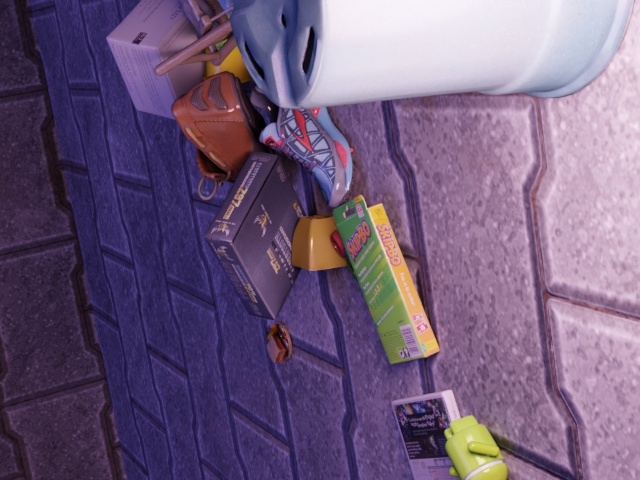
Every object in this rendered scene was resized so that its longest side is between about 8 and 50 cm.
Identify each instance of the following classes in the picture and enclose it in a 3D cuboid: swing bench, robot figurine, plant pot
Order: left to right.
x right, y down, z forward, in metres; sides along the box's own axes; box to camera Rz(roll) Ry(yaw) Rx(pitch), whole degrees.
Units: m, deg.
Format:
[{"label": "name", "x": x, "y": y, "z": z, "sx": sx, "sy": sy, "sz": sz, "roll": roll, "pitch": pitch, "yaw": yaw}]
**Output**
[{"label": "swing bench", "x": -0.199, "y": -0.445, "z": 1.870, "sx": 0.254, "sy": 0.165, "sz": 0.253, "roll": -29, "pitch": 85, "yaw": 41}, {"label": "plant pot", "x": 0.000, "y": 0.000, "z": 1.897, "sx": 0.081, "sy": 0.081, "sz": 0.083, "roll": -166, "pitch": 70, "yaw": -64}, {"label": "plant pot", "x": 0.093, "y": -0.289, "z": 1.199, "sx": 0.341, "sy": 0.334, "sz": 0.341, "roll": 43, "pitch": 140, "yaw": 50}, {"label": "robot figurine", "x": 0.217, "y": 0.303, "z": 1.587, "sx": 0.115, "sy": 0.067, "sz": 0.101, "roll": 63, "pitch": 152, "yaw": 27}]

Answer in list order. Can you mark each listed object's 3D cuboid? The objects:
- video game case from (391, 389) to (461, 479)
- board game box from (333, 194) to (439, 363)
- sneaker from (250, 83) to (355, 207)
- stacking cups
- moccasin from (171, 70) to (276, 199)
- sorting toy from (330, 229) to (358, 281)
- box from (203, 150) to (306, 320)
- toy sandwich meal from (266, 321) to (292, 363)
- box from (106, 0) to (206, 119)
[{"label": "video game case", "x": 0.178, "y": 0.321, "z": 1.745, "sx": 0.190, "sy": 0.022, "sz": 0.173, "roll": -31, "pitch": 75, "yaw": 67}, {"label": "board game box", "x": 0.096, "y": 0.059, "z": 1.738, "sx": 0.259, "sy": 0.039, "sz": 0.124, "roll": 66, "pitch": 156, "yaw": 1}, {"label": "sneaker", "x": -0.037, "y": -0.155, "z": 1.826, "sx": 0.262, "sy": 0.125, "sz": 0.104, "roll": 65, "pitch": 155, "yaw": 24}, {"label": "stacking cups", "x": -0.175, "y": -0.441, "z": 2.018, "sx": 0.096, "sy": 0.096, "sz": 0.316, "roll": 35, "pitch": 133, "yaw": 57}, {"label": "moccasin", "x": -0.160, "y": -0.155, "z": 1.963, "sx": 0.380, "sy": 0.147, "sz": 0.139, "roll": 55, "pitch": -161, "yaw": -73}, {"label": "sorting toy", "x": 0.058, "y": 0.019, "z": 1.832, "sx": 0.102, "sy": 0.042, "sz": 0.061, "roll": 56, "pitch": 168, "yaw": 14}, {"label": "box", "x": -0.094, "y": -0.005, "z": 1.888, "sx": 0.059, "sy": 0.183, "sz": 0.233, "roll": 11, "pitch": 148, "yaw": 27}, {"label": "toy sandwich meal", "x": -0.084, "y": 0.202, "z": 2.256, "sx": 0.085, "sy": 0.029, "sz": 0.085, "roll": 44, "pitch": 141, "yaw": 51}, {"label": "box", "x": -0.272, "y": -0.348, "z": 2.090, "sx": 0.119, "sy": 0.181, "sz": 0.182, "roll": 16, "pitch": 144, "yaw": 26}]
